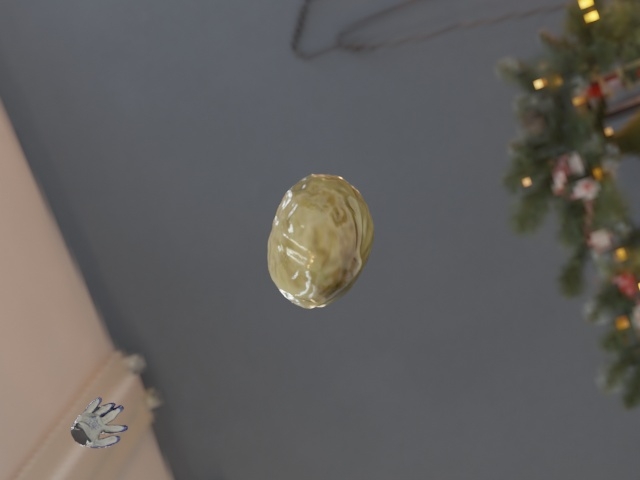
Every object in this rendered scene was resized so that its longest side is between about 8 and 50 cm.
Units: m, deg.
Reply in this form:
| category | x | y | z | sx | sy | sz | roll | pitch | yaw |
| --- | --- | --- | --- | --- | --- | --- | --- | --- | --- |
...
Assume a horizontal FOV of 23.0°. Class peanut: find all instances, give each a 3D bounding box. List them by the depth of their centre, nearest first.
| category | x | y | z | sx | sy | sz | roll | pitch | yaw |
| --- | --- | --- | --- | --- | --- | --- | --- | --- | --- |
| peanut | 0.000 | 0.000 | 1.690 | 0.159 | 0.109 | 0.140 | -45 | -22 | -80 |

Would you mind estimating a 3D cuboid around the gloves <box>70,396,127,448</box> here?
| category | x | y | z | sx | sy | sz | roll | pitch | yaw |
| --- | --- | --- | --- | --- | --- | --- | --- | --- | --- |
| gloves | -0.293 | 0.247 | 2.105 | 0.064 | 0.026 | 0.086 | 46 | -138 | -1 |
